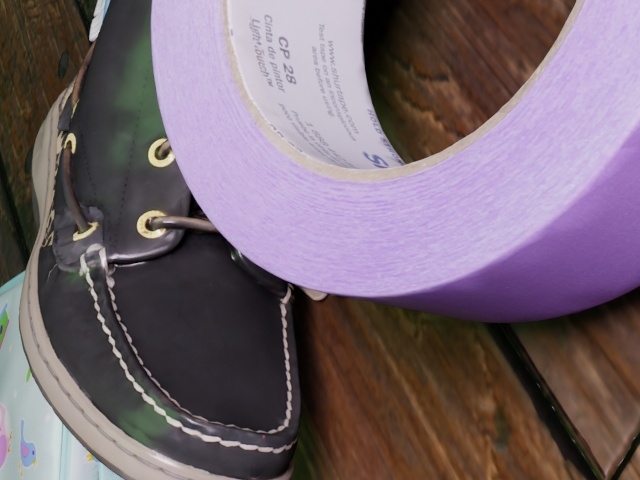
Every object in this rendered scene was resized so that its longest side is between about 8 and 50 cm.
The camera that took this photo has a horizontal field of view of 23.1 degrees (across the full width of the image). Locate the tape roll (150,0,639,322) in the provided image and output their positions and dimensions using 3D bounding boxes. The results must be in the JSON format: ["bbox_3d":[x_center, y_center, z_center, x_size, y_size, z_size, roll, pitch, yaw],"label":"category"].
[{"bbox_3d":[0.056,-0.108,0.609,0.275,0.090,0.274,-10,75,41],"label":"tape roll"}]

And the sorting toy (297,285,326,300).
[{"bbox_3d":[0.000,0.000,0.854,0.083,0.012,0.062,37,114,60],"label":"sorting toy"}]

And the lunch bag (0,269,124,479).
[{"bbox_3d":[-0.156,0.155,1.002,0.224,0.108,0.279,-27,58,54],"label":"lunch bag"}]

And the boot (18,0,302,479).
[{"bbox_3d":[-0.047,-0.072,0.824,0.284,0.138,0.377,-62,24,26],"label":"boot"}]

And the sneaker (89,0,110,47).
[{"bbox_3d":[-0.122,-0.206,1.109,0.083,0.071,0.190,-30,63,49],"label":"sneaker"}]
